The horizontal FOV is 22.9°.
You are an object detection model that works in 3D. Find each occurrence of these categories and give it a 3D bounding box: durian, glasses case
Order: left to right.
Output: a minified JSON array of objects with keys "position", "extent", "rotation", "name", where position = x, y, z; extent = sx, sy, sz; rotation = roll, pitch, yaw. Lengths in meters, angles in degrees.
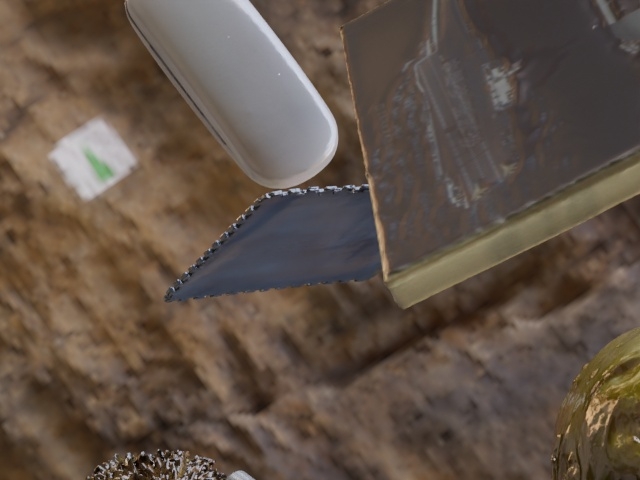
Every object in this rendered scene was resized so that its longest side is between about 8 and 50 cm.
[{"position":[-0.138,0.265,1.333],"extent":[0.196,0.167,0.196],"rotation":[157,-90,-85],"name":"durian"},{"position":[-0.075,-0.144,1.321],"extent":[0.233,0.092,0.059],"rotation":[51,-19,15],"name":"glasses case"}]

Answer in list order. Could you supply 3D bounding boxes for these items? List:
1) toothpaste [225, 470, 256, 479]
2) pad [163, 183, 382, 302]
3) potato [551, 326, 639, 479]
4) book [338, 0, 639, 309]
[{"position":[-0.012,0.124,0.675],"extent":[0.083,0.024,0.015],"rotation":[34,-5,42],"name":"toothpaste"},{"position":[0.000,0.000,1.635],"extent":[0.269,0.270,0.012],"rotation":[-41,-120,52],"name":"pad"},{"position":[0.242,0.172,1.086],"extent":[0.300,0.196,0.246],"rotation":[-39,-115,58],"name":"potato"},{"position":[0.183,-0.128,0.775],"extent":[0.028,0.374,0.262],"rotation":[55,15,-30],"name":"book"}]
